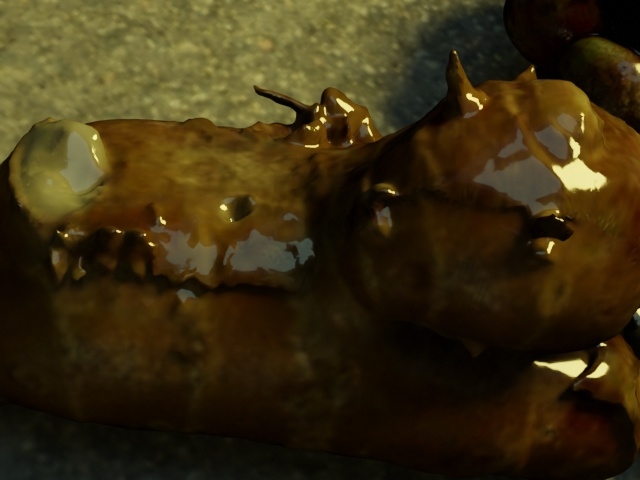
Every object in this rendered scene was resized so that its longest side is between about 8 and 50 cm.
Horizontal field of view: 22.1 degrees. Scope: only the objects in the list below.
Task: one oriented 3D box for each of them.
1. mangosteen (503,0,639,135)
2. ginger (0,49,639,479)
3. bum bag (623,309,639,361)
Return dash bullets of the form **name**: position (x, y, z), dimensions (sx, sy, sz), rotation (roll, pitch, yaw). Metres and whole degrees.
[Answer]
- **mangosteen**: position (0.214, -0.126, 1.039), dimensions (0.211, 0.211, 0.250), rotation (42, 77, 12)
- **ginger**: position (0.000, 0.000, 0.867), dimensions (0.418, 0.254, 0.176), rotation (9, 33, -3)
- **bum bag**: position (0.216, 0.061, 0.995), dimensions (0.107, 0.060, 0.232), rotation (-8, 62, -30)
